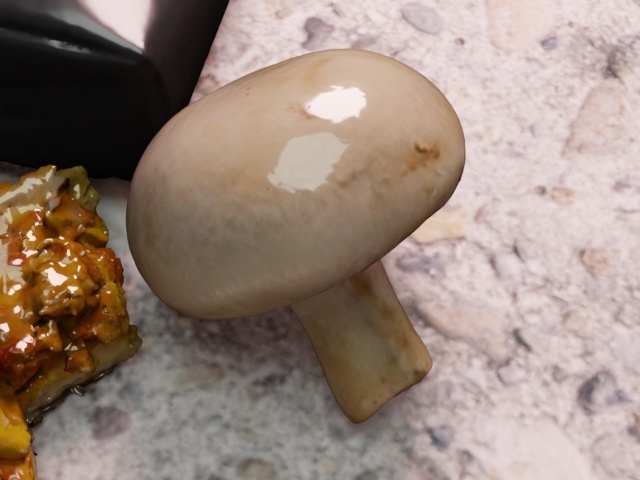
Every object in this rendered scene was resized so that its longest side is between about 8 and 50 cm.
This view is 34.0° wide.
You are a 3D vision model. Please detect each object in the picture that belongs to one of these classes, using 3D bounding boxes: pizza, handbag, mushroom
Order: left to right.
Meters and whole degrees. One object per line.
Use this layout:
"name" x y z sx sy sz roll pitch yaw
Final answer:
"pizza" -0.201 0.077 0.595 0.161 0.085 0.305 19 59 7
"handbag" -0.197 -0.210 0.724 0.275 0.178 0.301 12 57 3
"mushroom" 0.000 0.000 0.619 0.207 0.207 0.215 -28 96 -20
